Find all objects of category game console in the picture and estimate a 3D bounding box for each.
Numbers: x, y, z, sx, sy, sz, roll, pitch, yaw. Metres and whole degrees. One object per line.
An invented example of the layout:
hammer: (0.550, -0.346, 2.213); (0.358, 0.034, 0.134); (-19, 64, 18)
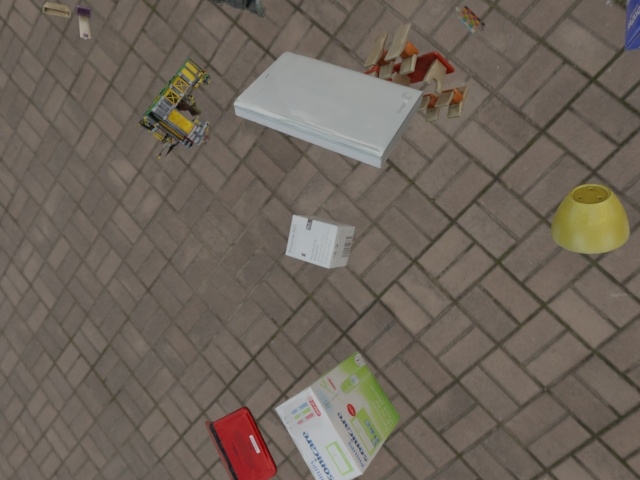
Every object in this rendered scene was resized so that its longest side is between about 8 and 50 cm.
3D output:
game console: (-0.165, 0.418, 0.849); (0.124, 0.085, 0.144); (-28, 84, 0)

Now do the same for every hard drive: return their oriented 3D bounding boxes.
hard drive: (0.017, -0.266, 0.811); (0.308, 0.040, 0.203); (23, 59, 17)

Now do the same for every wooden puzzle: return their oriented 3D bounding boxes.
wooden puzzle: (0.333, -0.494, 0.933); (0.083, 0.006, 0.049); (36, 64, -12)

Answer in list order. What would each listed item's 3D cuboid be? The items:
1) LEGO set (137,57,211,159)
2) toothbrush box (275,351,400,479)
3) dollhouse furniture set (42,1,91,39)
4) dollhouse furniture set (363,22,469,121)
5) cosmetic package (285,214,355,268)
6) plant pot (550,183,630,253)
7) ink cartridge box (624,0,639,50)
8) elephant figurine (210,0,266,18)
LEGO set: (-0.436, -0.409, 1.355); (0.331, 0.192, 0.255); (-9, 51, 51)
toothbrush box: (0.054, 0.423, 1.019); (0.122, 0.283, 0.206); (-40, 74, 24)
dollhouse furniture set: (-0.695, -0.591, 1.151); (0.091, 0.114, 0.081); (-10, 86, 55)
dollhouse furniture set: (0.227, -0.439, 1.100); (0.259, 0.262, 0.135); (11, 78, 54)
cosmetic package: (0.000, 0.000, 1.487); (0.184, 0.151, 0.151); (15, 98, 27)
plant pot: (0.526, -0.054, 0.816); (0.134, 0.134, 0.095); (-8, 128, 22)
ink cartridge box: (0.355, -0.270, 0.323); (0.186, 0.065, 0.311); (2, 89, 20)
elephant figurine: (-0.144, -0.482, 0.748); (0.186, 0.239, 0.169); (-34, 69, -24)
